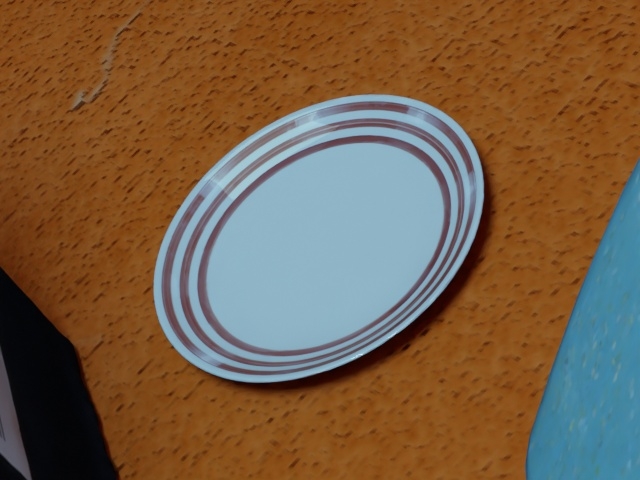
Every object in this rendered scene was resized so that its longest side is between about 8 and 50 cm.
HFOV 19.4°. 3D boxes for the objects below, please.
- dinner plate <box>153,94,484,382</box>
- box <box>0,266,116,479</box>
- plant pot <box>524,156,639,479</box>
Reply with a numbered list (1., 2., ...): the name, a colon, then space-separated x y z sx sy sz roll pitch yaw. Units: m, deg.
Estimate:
1. dinner plate: 0.000 0.000 0.733 0.141 0.017 0.141 -18 46 19
2. box: -0.300 0.113 0.616 0.395 0.293 0.212 -30 42 6
3. plant pot: 0.174 0.059 0.332 0.252 0.248 0.247 -38 33 34
